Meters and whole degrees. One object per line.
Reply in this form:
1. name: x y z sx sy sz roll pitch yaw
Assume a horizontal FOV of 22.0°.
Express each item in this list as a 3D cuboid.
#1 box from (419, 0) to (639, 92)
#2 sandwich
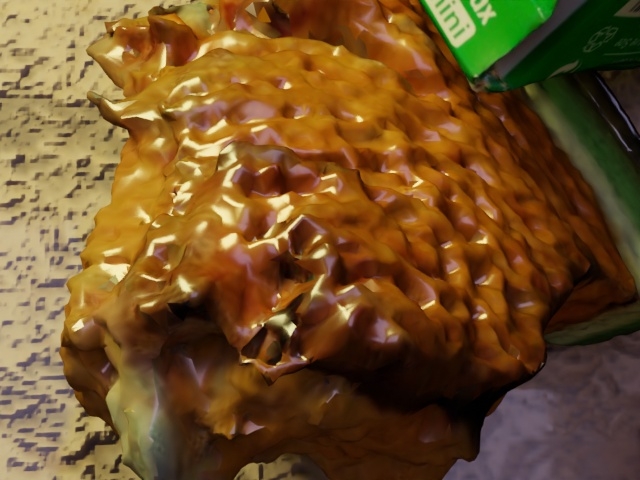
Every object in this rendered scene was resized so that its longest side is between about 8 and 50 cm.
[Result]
1. box: 0.109 -0.159 0.662 0.250 0.103 0.180 -16 73 -56
2. sandwich: 0.000 0.000 0.621 0.250 0.162 0.301 47 37 -3
